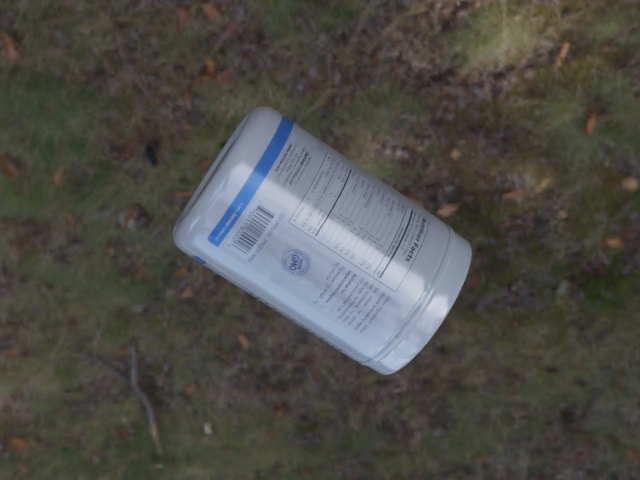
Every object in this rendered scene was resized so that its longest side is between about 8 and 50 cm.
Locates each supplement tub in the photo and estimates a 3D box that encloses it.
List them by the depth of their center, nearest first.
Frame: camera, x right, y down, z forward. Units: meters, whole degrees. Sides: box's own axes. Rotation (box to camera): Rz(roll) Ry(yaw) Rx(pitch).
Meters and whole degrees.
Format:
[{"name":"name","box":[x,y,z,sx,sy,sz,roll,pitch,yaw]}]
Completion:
[{"name":"supplement tub","box":[0.000,0.000,0.466,0.107,0.071,0.071,33,129,-10]}]
